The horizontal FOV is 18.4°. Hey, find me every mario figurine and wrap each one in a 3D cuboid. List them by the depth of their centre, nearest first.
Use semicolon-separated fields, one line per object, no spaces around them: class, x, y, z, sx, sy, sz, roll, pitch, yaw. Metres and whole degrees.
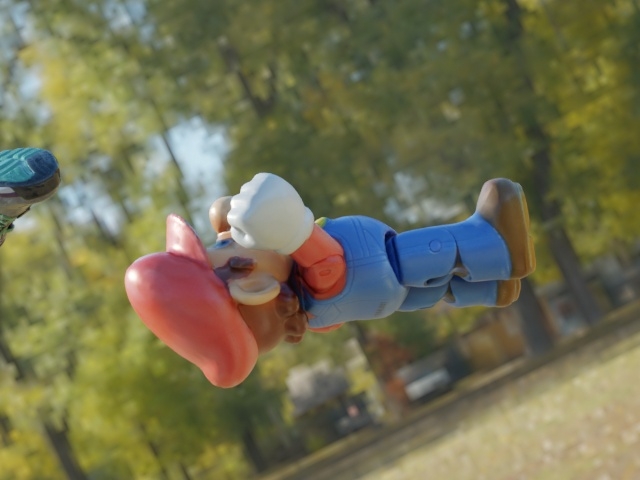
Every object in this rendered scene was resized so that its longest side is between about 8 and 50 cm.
mario figurine;0.000;0.000;1.583;0.320;0.198;0.170;-9;34;-13

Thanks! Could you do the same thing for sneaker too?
sneaker;-0.322;-0.038;2.026;0.083;0.098;0.223;-31;22;-31
